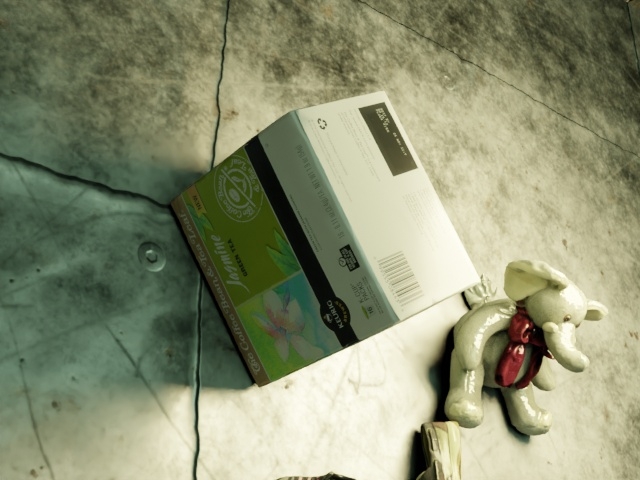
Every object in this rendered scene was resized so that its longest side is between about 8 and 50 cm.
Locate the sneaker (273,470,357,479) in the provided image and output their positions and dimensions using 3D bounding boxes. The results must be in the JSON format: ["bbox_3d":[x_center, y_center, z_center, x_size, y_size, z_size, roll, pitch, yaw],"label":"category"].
[{"bbox_3d":[-0.009,0.373,1.494,0.170,0.075,0.063,7,63,-39],"label":"sneaker"}]

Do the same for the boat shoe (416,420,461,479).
[{"bbox_3d":[0.193,0.400,1.663,0.073,0.080,0.223,4,51,2],"label":"boat shoe"}]

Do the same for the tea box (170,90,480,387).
[{"bbox_3d":[0.000,0.000,1.524,0.220,0.323,0.329,-20,81,-46],"label":"tea box"}]

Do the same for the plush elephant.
[{"bbox_3d":[0.383,0.171,1.815,0.272,0.255,0.330,22,52,-38],"label":"plush elephant"}]
